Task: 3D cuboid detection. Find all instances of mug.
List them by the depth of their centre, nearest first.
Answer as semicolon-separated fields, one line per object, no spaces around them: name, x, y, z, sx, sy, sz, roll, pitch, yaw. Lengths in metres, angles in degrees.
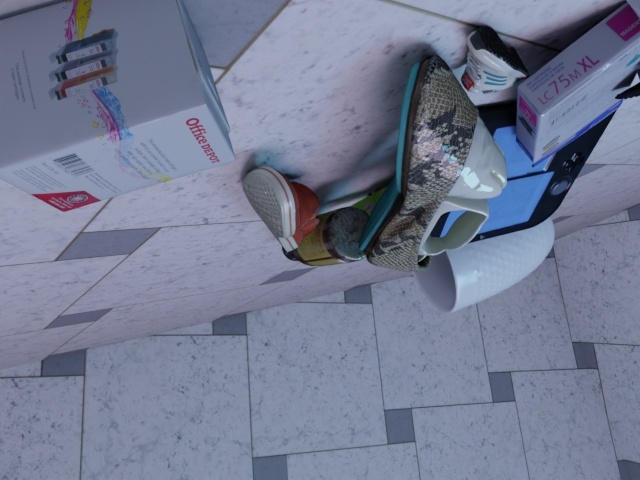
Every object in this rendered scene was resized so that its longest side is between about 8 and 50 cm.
mug;0.422;-0.027;1.521;0.327;0.276;0.374;-20;138;-13

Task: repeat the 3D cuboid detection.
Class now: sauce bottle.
sauce bottle;0.000;0.000;1.272;0.111;0.112;0.344;-11;-179;-24

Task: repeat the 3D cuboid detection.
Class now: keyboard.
keyboard;0.539;-0.241;0.912;0.192;0.038;0.100;-29;-170;-37

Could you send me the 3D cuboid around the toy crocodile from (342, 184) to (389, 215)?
toy crocodile;0.208;-0.092;1.258;0.340;0.105;0.115;-16;149;8

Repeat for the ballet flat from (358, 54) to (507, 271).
ballet flat;0.179;-0.082;0.910;0.181;0.164;0.483;18;153;5

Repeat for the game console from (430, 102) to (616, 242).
game console;0.349;-0.122;1.132;0.386;0.060;0.342;-13;146;-21

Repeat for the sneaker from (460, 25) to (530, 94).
sneaker;0.213;-0.221;0.769;0.075;0.057;0.161;-31;165;31

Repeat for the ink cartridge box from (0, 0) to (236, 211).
ink cartridge box;-0.180;-0.120;0.515;0.176;0.128;0.128;-16;167;-2

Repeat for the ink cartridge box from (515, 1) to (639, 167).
ink cartridge box;0.390;-0.218;0.907;0.185;0.065;0.311;-37;162;10

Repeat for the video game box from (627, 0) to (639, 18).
video game box;0.440;-0.301;0.630;0.187;0.048;0.205;2;141;-51

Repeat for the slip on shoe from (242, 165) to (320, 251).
slip on shoe;-0.056;-0.063;1.023;0.101;0.123;0.331;-38;169;-5

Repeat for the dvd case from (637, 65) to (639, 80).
dvd case;0.588;-0.285;0.831;0.238;0.030;0.179;-27;-170;-31
